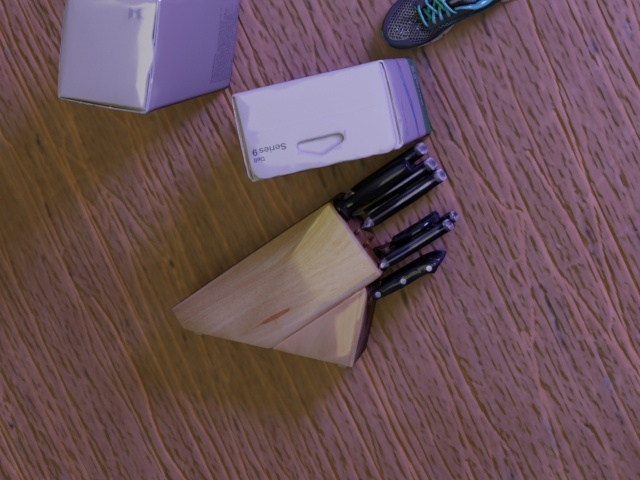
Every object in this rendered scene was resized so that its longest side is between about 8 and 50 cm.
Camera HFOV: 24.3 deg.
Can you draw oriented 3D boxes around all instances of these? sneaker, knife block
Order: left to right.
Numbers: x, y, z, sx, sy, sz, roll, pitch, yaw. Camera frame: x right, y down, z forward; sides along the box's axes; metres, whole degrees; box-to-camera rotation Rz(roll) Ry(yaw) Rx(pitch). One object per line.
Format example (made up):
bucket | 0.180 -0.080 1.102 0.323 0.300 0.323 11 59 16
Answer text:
knife block | 0.000 0.000 1.572 0.276 0.088 0.242 12 100 9
sneaker | 0.133 -0.248 1.510 0.166 0.076 0.065 -29 92 14

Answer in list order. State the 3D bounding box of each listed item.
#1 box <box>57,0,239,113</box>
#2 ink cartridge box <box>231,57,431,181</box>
box | -0.164 -0.197 1.474 0.094 0.275 0.113 10 101 11
ink cartridge box | 0.016 -0.124 1.483 0.154 0.212 0.093 -12 96 13
